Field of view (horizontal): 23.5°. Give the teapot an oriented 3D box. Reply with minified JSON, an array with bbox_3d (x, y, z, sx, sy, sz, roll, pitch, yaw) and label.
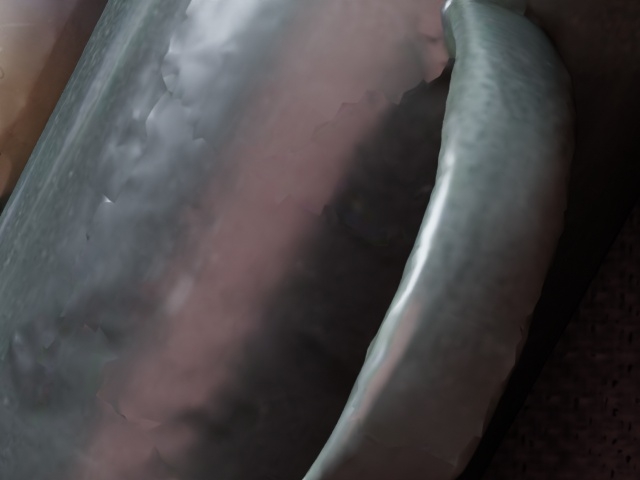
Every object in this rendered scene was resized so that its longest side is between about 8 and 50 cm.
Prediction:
[{"bbox_3d":[0.000,0.000,0.447,0.200,0.270,0.337,26,96,-13],"label":"teapot"}]

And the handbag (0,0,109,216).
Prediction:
[{"bbox_3d":[-0.123,-0.100,0.578,0.117,0.095,0.173,35,102,15],"label":"handbag"}]
